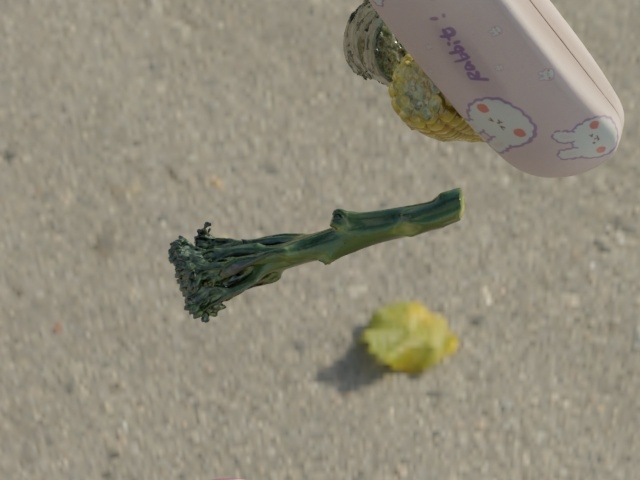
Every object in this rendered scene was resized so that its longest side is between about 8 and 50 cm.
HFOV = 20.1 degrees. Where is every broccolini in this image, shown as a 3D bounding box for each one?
[{"bbox_3d":[0.001,0.002,1.257,0.216,0.058,0.067,-15,65,14],"label":"broccolini"}]

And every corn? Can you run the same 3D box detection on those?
[{"bbox_3d":[0.158,-0.141,1.682,0.106,0.106,0.305,27,14,24],"label":"corn"}]

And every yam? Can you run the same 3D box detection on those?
[{"bbox_3d":[0.083,-0.212,1.916,0.107,0.107,0.183,-11,13,-6],"label":"yam"}]

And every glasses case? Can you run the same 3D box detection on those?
[{"bbox_3d":[0.138,-0.164,1.478,0.113,0.297,0.075,-19,34,40],"label":"glasses case"}]

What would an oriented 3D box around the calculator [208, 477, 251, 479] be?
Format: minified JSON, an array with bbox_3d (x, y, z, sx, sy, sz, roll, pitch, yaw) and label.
[{"bbox_3d":[-0.048,0.285,1.493,0.034,0.126,0.190,-24,75,20],"label":"calculator"}]
